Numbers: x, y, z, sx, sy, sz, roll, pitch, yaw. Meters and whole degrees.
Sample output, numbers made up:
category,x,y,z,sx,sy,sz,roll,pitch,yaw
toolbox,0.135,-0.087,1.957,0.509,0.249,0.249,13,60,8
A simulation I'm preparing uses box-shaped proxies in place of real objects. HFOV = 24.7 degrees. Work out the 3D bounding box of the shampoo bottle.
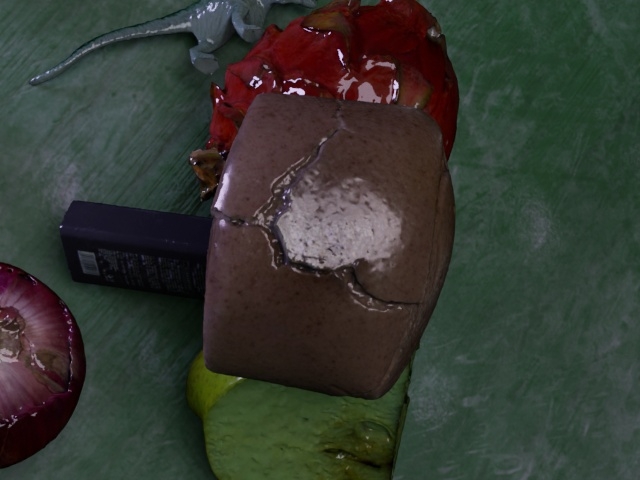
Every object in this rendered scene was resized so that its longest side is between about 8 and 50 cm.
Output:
category,x,y,z,sx,sy,sz,roll,pitch,yaw
shampoo bottle,-0.128,0.021,1.614,0.309,0.098,0.071,9,49,11

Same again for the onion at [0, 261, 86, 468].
category,x,y,z,sx,sy,sz,roll,pitch,yaw
onion,-0.369,0.134,1.544,0.248,0.161,0.248,24,42,-23

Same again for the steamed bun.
category,x,y,z,sx,sy,sz,roll,pitch,yaw
steamed bun,0.000,0.000,1.440,0.251,0.199,0.301,10,88,11

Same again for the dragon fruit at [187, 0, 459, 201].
category,x,y,z,sx,sy,sz,roll,pitch,yaw
dragon fruit,0.014,-0.129,1.680,0.342,0.277,0.277,-30,91,-9

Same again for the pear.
category,x,y,z,sx,sy,sz,roll,pitch,yaw
pear,-0.020,0.182,1.654,0.292,0.292,0.159,26,28,-14

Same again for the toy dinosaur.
category,x,y,z,sx,sy,sz,roll,pitch,yaw
toy dinosaur,-0.145,-0.241,1.724,0.383,0.129,0.076,-20,127,-27
